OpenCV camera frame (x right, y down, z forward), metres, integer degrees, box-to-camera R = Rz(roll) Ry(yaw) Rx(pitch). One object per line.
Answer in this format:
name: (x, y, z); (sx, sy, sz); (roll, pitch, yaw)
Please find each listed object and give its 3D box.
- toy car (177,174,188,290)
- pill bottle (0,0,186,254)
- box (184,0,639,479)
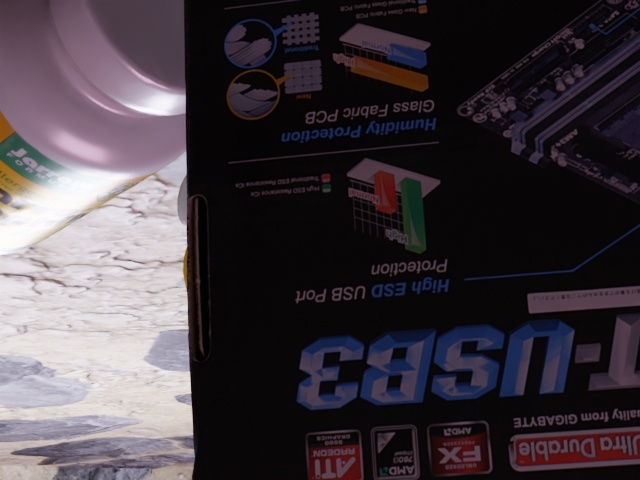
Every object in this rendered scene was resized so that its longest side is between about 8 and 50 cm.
toy car: (0.000, 0.000, 0.886); (0.182, 0.159, 0.136); (-11, -163, 24)
pill bottle: (-0.121, -0.073, 0.596); (0.117, 0.118, 0.208); (10, 159, -37)
box: (0.104, -0.055, 0.410); (0.295, 0.293, 0.073); (-6, 164, 7)
